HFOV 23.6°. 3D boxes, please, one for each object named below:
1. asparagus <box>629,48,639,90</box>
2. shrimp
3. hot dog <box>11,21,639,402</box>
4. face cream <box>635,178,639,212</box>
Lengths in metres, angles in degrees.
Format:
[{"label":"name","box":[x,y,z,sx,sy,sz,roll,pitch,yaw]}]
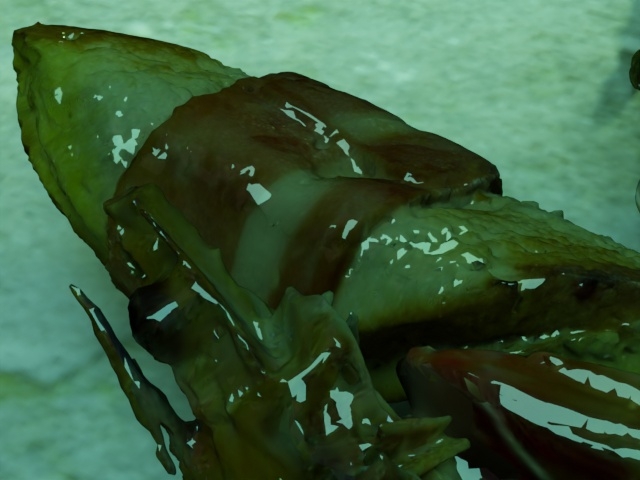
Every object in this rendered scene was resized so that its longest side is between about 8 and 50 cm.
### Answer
[{"label":"asparagus","box":[0.150,-0.113,0.664,0.016,0.016,0.163,26,49,-6]},{"label":"shrimp","box":[0.056,0.076,0.396,0.152,0.063,0.287,-38,78,-4]},{"label":"hot dog","box":[-0.003,0.005,0.512,0.261,0.093,0.123,29,32,29]},{"label":"face cream","box":[0.201,0.035,0.471,0.139,0.067,0.285,-24,47,7]}]
